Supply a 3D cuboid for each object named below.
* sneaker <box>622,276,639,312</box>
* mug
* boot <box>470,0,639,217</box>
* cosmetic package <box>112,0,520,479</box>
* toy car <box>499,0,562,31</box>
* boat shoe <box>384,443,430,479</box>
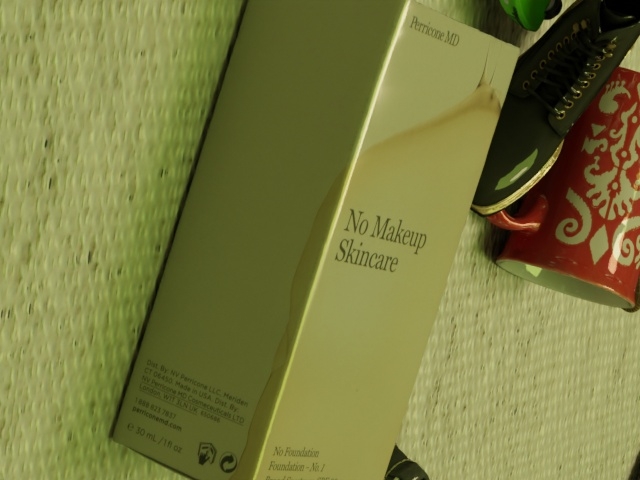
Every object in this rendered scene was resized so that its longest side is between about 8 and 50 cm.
[{"bbox_3d":[0.296,0.002,1.691,0.067,0.042,0.118,-26,135,-43],"label":"sneaker"},{"bbox_3d":[0.209,-0.049,1.475,0.150,0.113,0.169,31,77,-59],"label":"mug"},{"bbox_3d":[0.164,-0.114,1.336,0.198,0.077,0.137,-56,-179,-11],"label":"boot"},{"bbox_3d":[0.000,0.000,1.186,0.160,0.113,0.309,10,99,-57],"label":"cosmetic package"},{"bbox_3d":[0.175,-0.255,1.366,0.225,0.053,0.239,-62,146,-13],"label":"toy car"},{"bbox_3d":[0.047,0.245,1.418,0.084,0.079,0.233,-40,138,-41],"label":"boat shoe"}]
